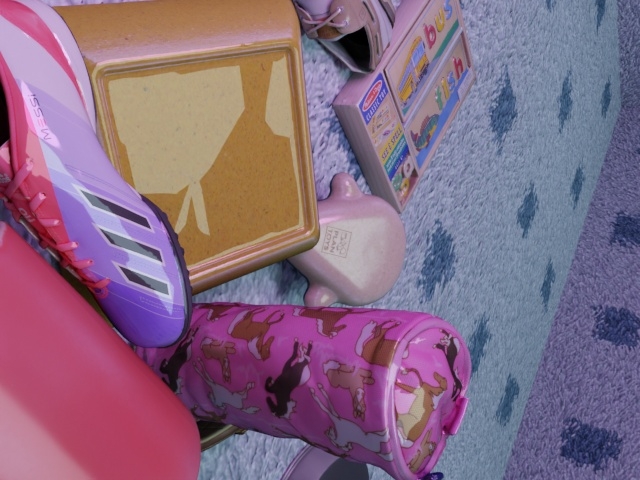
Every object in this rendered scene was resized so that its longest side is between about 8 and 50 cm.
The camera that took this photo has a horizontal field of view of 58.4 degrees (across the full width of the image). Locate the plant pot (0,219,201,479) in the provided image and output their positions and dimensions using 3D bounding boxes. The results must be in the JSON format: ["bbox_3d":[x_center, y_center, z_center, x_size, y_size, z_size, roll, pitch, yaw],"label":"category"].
[{"bbox_3d":[-0.264,0.135,0.436,0.275,0.274,0.243,-45,123,-38],"label":"plant pot"}]

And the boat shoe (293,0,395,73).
[{"bbox_3d":[0.023,-0.334,0.805,0.302,0.113,0.104,15,81,-56],"label":"boat shoe"}]

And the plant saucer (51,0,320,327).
[{"bbox_3d":[-0.126,-0.088,0.625,0.332,0.081,0.333,-21,116,-34],"label":"plant saucer"}]

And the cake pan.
[{"bbox_3d":[0.003,0.510,1.067,0.293,0.054,0.294,-19,114,-51],"label":"cake pan"}]

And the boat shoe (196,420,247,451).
[{"bbox_3d":[-0.118,0.250,0.816,0.178,0.064,0.060,-28,120,-51],"label":"boat shoe"}]

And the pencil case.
[{"bbox_3d":[-0.039,0.149,0.629,0.160,0.385,0.167,-18,103,-52],"label":"pencil case"}]

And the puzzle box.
[{"bbox_3d":[0.180,-0.290,1.090,0.409,0.052,0.272,-59,140,-25],"label":"puzzle box"}]

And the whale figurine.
[{"bbox_3d":[0.000,0.000,0.882,0.271,0.141,0.217,13,89,-30],"label":"whale figurine"}]

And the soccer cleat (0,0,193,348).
[{"bbox_3d":[-0.211,-0.037,0.464,0.319,0.108,0.116,68,24,-12],"label":"soccer cleat"}]
